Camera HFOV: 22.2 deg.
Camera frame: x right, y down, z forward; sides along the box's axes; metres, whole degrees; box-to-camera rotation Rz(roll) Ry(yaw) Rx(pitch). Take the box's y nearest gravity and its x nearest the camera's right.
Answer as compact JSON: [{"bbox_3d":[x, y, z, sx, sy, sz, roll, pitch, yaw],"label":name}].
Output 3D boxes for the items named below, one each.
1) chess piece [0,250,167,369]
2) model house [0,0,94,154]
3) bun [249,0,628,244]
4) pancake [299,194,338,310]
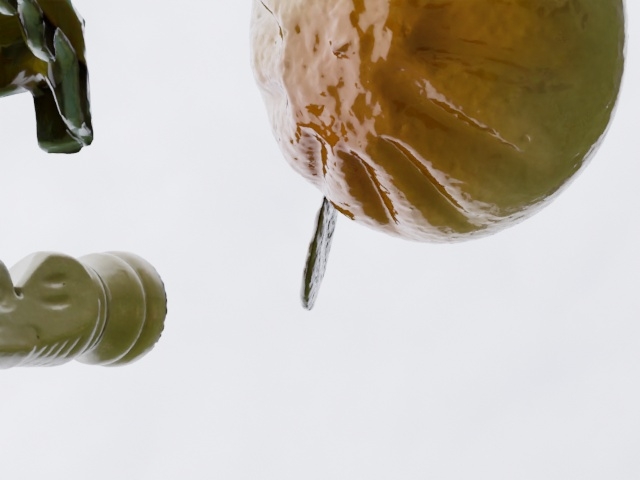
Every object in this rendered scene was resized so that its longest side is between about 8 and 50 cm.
[{"bbox_3d":[-0.197,0.049,1.164,0.200,0.090,0.090,4,-70,-64],"label":"chess piece"},{"bbox_3d":[-0.226,-0.148,0.720,0.224,0.215,0.198,-13,-21,7],"label":"model house"},{"bbox_3d":[0.060,-0.138,1.106,0.165,0.299,0.299,-22,-56,-48],"label":"bun"},{"bbox_3d":[0.001,0.000,1.246,0.011,0.115,0.115,14,-74,4],"label":"pancake"}]
